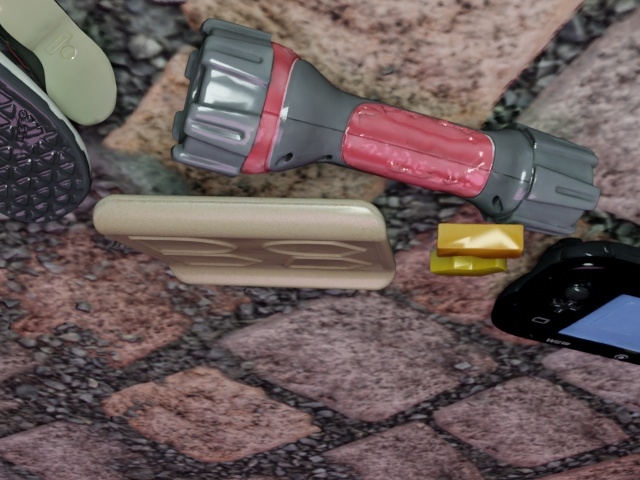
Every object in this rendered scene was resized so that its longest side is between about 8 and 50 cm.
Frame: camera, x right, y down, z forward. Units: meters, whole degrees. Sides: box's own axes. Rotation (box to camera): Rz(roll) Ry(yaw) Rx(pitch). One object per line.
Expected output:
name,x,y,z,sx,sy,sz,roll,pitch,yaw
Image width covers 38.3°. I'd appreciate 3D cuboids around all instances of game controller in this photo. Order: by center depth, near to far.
game controller,0.327,0.076,0.875,0.319,0.067,0.166,14,141,-16

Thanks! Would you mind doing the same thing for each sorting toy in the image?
sorting toy,0.000,0.000,0.744,0.307,0.041,0.229,1,167,7

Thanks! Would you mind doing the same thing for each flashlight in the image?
flashlight,0.052,-0.069,0.657,0.304,0.103,0.103,13,146,-14

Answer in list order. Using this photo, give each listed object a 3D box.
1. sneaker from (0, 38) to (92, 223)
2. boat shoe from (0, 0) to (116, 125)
sneaker,-0.228,-0.115,0.607,0.084,0.097,0.234,-25,129,9
boat shoe,-0.182,-0.132,0.629,0.049,0.042,0.133,-39,141,-7
